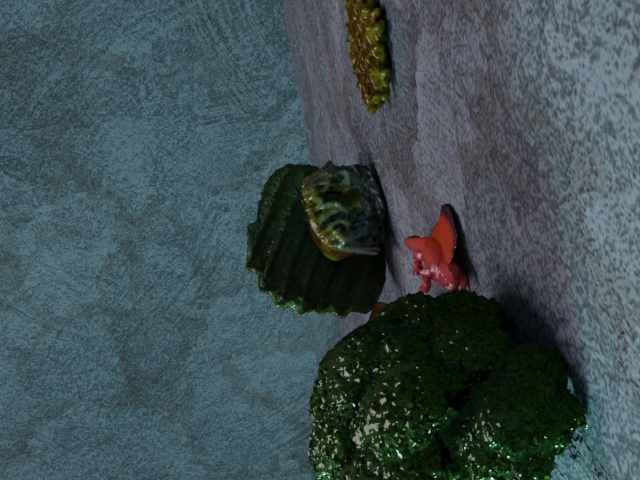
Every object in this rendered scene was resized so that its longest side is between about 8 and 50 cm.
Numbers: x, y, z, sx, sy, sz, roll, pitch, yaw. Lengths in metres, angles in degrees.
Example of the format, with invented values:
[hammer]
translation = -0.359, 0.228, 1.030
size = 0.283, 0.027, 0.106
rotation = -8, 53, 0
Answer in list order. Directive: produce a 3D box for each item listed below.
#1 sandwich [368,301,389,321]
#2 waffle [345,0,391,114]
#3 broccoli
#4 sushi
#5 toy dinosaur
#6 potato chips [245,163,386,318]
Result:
[sandwich]
translation = 0.156, 0.181, 1.434
size = 0.198, 0.155, 0.227
rotation = -74, 8, -59
[waffle]
translation = 0.087, -0.363, 1.533
size = 0.231, 0.051, 0.228
rotation = -107, 6, -49
[broccoli]
translation = 0.135, 0.221, 1.036
size = 0.413, 0.310, 0.321
rotation = -44, 52, 38
[sushi]
translation = 0.061, -0.060, 1.893
size = 0.139, 0.184, 0.274
rotation = 77, 174, -70
[toy dinosaur]
translation = 0.187, -0.005, 1.326
size = 0.286, 0.070, 0.138
rotation = -106, 15, -66
[potato chips]
translation = 0.000, 0.000, 1.970
size = 0.070, 0.359, 0.429
rotation = -54, 16, 50
